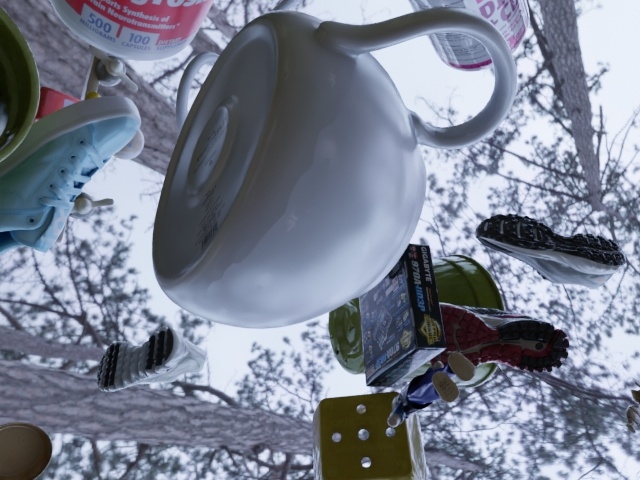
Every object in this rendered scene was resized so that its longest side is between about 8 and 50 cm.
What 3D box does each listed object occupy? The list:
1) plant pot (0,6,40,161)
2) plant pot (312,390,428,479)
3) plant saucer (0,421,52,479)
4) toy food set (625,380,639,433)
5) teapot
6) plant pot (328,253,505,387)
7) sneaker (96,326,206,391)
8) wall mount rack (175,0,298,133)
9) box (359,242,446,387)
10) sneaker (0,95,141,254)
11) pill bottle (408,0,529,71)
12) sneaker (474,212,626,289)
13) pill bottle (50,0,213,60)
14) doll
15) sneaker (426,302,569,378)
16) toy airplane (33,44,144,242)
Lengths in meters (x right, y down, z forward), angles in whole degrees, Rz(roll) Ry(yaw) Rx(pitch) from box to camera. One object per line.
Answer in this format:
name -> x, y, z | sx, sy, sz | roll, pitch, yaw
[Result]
plant pot -> -0.554, -0.193, 0.762 | 0.254, 0.276, 0.276 | -7, -113, 54
plant pot -> 0.081, 0.377, 0.983 | 0.212, 0.187, 0.212 | -7, -131, 4
plant saucer -> -0.351, 0.242, 0.639 | 0.083, 0.083, 0.015 | -62, -148, -1
toy food set -> 0.545, 0.287, 0.930 | 0.078, 0.122, 0.019 | 42, -48, 3
teapot -> -0.004, -0.041, 0.446 | 0.256, 0.187, 0.252 | 12, -96, 61
plant pot -> 0.224, 0.217, 1.476 | 0.366, 0.353, 0.366 | -5, -96, 64
sneaker -> -0.363, 0.265, 1.183 | 0.292, 0.118, 0.110 | -18, -123, 34
wall mount rack -> -0.032, -0.180, 0.724 | 0.131, 0.350, 0.304 | 16, -88, 17
box -> 0.126, 0.130, 0.933 | 0.220, 0.051, 0.175 | 119, -27, -56
sneaker -> -0.399, -0.062, 0.814 | 0.366, 0.135, 0.150 | -35, -95, -7
pill bottle -> 0.204, -0.391, 0.831 | 0.160, 0.283, 0.160 | -10, -111, 27
sneaker -> 0.427, 0.030, 1.076 | 0.272, 0.108, 0.100 | 18, -136, 7
pill bottle -> -0.197, -0.430, 0.695 | 0.408, 0.229, 0.229 | -34, -127, 53
doll -> 0.140, 0.214, 0.783 | 0.046, 0.189, 0.129 | 44, -118, 10
sneaker -> 0.295, 0.182, 1.050 | 0.299, 0.112, 0.120 | 9, -85, 6
toy airplane -> -0.542, -0.239, 1.288 | 0.384, 0.273, 0.386 | -91, -165, -50
